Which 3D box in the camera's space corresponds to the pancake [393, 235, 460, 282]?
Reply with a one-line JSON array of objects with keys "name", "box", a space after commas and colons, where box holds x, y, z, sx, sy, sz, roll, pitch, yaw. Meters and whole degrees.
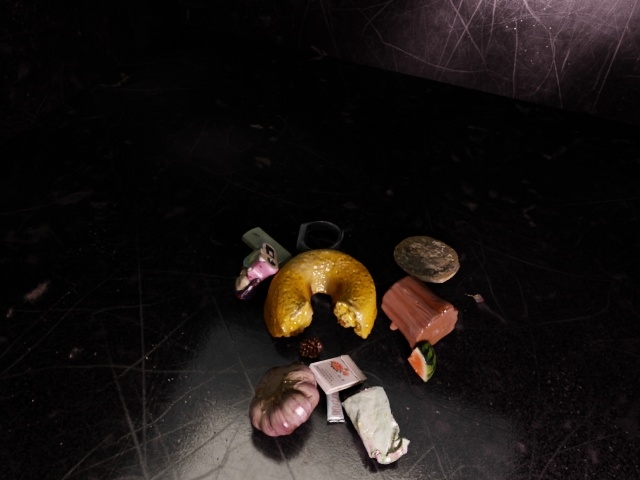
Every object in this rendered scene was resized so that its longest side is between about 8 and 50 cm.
[{"name": "pancake", "box": [0.450, 0.075, 1.987, 0.283, 0.049, 0.282, 4, 46, -4]}]

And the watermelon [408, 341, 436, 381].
[{"name": "watermelon", "box": [0.349, 0.423, 1.619, 0.094, 0.125, 0.135, -5, 78, 25]}]

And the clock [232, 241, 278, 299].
[{"name": "clock", "box": [-0.253, 0.120, 1.784, 0.100, 0.195, 0.194, 39, 15, -22]}]

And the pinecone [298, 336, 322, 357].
[{"name": "pinecone", "box": [-0.034, 0.373, 1.625, 0.083, 0.077, 0.077, 0, 46, -7]}]

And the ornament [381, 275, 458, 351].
[{"name": "ornament", "box": [0.360, 0.255, 1.709, 0.221, 0.235, 0.217, -1, 37, -43]}]

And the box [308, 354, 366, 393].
[{"name": "box", "box": [0.057, 0.438, 1.537, 0.198, 0.029, 0.109, 3, 36, -49]}]

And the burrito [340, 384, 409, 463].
[{"name": "burrito", "box": [0.172, 0.575, 1.448, 0.144, 0.089, 0.228, -22, 50, -7]}]

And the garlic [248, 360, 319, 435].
[{"name": "garlic", "box": [-0.104, 0.496, 1.426, 0.245, 0.160, 0.245, -30, 19, 11]}]

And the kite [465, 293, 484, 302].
[{"name": "kite", "box": [0.625, 0.234, 1.885, 0.078, 0.002, 0.044, 3, 46, -5]}]

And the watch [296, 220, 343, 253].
[{"name": "watch", "box": [0.000, 0.000, 1.996, 0.193, 0.068, 0.206, 7, 44, 2]}]

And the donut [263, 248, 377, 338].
[{"name": "donut", "box": [-0.001, 0.184, 1.750, 0.436, 0.163, 0.377, -4, 46, -10]}]

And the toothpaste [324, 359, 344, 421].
[{"name": "toothpaste", "box": [0.038, 0.498, 1.541, 0.056, 0.036, 0.205, 3, 49, -14]}]

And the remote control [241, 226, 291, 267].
[{"name": "remote control", "box": [-0.226, 0.030, 1.959, 0.098, 0.038, 0.233, -32, 56, -32]}]
